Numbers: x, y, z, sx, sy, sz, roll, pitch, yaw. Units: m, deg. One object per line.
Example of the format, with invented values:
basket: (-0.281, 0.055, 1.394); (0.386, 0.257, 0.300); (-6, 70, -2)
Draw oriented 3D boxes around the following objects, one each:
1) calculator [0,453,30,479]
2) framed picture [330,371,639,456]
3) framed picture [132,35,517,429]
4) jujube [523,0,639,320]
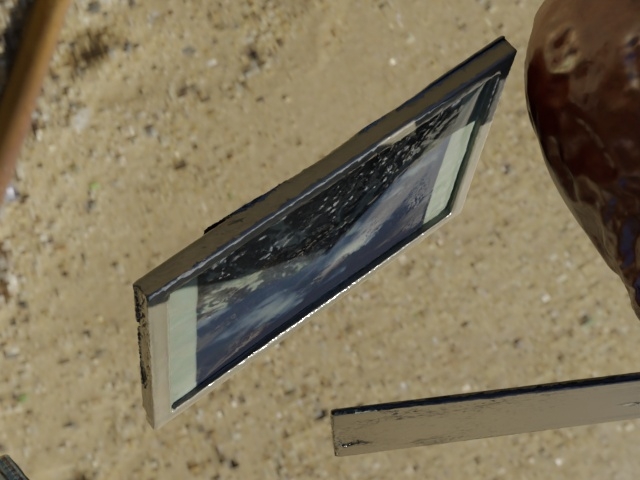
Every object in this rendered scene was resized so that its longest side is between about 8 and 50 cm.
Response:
calculator: (-0.166, 0.212, 0.931); (0.018, 0.172, 0.057); (-28, 153, -40)
framed picture: (0.170, 0.148, 1.223); (0.323, 0.013, 0.244); (-8, 165, -1)
framed picture: (0.000, 0.000, 0.897); (0.281, 0.019, 0.209); (-35, 160, -19)
jujube: (0.211, -0.056, 0.877); (0.168, 0.168, 0.236); (-13, 95, -13)
